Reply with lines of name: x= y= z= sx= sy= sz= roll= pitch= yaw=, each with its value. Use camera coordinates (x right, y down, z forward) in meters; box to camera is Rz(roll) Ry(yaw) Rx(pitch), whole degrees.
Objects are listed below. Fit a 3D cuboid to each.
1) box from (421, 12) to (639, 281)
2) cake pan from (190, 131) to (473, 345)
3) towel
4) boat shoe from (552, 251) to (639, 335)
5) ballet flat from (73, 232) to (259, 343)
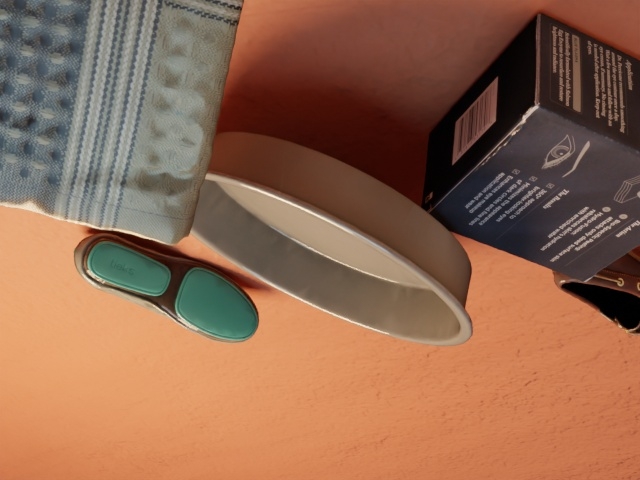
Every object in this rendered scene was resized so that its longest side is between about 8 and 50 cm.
box: x=0.182 y=-0.061 z=0.666 sx=0.158 sy=0.093 sz=0.156 roll=21 pitch=146 yaw=-15
cake pan: x=0.000 y=0.000 z=0.751 sx=0.293 sy=0.054 sz=0.293 roll=24 pitch=165 yaw=7
towel: x=-0.195 y=-0.170 z=0.505 sx=0.312 sy=0.056 sz=0.324 roll=12 pitch=112 yaw=-11
boat shoe: x=0.287 y=0.052 z=0.833 sx=0.207 sy=0.073 sz=0.073 roll=26 pitch=142 yaw=-26
ballet flat: x=-0.163 y=0.048 z=0.953 sx=0.213 sy=0.072 sz=0.068 roll=27 pitch=170 yaw=-24
